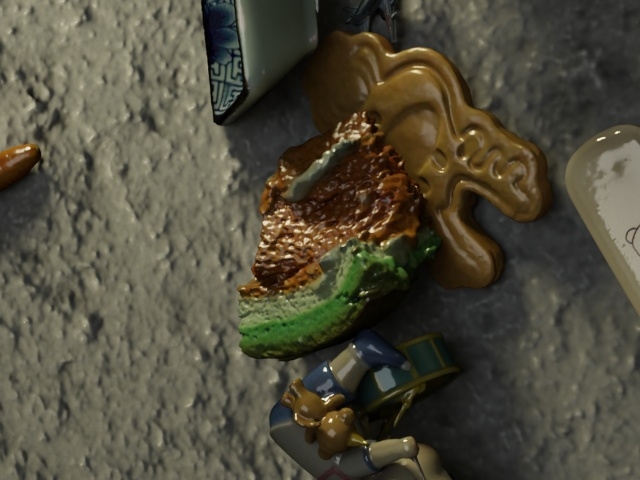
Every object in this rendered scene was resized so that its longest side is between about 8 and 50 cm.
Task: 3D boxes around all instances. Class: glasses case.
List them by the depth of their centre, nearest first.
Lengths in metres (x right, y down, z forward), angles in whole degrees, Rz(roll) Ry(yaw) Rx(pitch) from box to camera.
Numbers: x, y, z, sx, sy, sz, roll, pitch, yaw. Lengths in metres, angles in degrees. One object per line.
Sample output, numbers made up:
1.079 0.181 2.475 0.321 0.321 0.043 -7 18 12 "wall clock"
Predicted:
0.256 0.005 1.458 0.083 0.050 0.196 -36 73 20 "glasses case"

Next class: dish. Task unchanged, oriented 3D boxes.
-0.051 -0.224 1.585 0.080 0.182 0.243 -6 86 -11 "dish"

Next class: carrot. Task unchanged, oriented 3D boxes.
-0.352 -0.031 1.773 0.248 0.043 0.043 -24 78 23 "carrot"

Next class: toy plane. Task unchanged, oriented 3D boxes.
0.047 -0.198 1.576 0.083 0.031 0.078 -46 69 39 "toy plane"

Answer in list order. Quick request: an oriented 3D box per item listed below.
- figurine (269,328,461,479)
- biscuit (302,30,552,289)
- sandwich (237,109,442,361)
0.072 0.206 1.496 0.158 0.161 0.275 -21 80 -14 "figurine"
0.076 -0.075 1.551 0.236 0.040 0.144 44 112 18 "biscuit"
-0.006 0.005 1.537 0.185 0.109 0.160 -31 81 38 "sandwich"
